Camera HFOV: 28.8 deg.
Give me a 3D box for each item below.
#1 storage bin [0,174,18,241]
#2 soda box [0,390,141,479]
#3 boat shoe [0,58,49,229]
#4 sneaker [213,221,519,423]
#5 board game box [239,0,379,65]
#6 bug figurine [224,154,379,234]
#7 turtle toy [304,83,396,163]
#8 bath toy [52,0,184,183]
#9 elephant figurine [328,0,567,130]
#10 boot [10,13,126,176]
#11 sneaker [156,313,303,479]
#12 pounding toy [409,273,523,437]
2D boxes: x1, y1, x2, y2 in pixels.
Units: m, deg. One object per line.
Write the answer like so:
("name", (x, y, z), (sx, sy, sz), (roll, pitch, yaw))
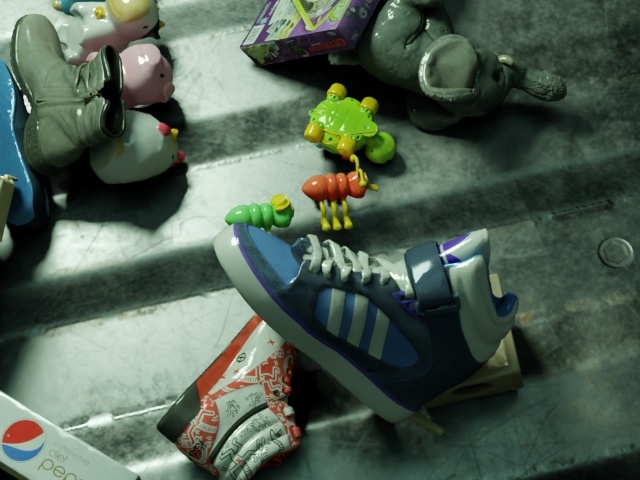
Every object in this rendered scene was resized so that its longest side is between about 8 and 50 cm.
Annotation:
("storage bin", (-0.527, 0.021, 1.547), (0.260, 0.123, 0.262), (11, 85, 6))
("soda box", (-0.320, 0.267, 1.496), (0.216, 0.069, 0.074), (28, 68, 13))
("boat shoe", (-0.431, -0.126, 1.683), (0.109, 0.089, 0.258), (-16, 69, 8))
("sneaker", (0.069, 0.035, 1.387), (0.236, 0.130, 0.323), (-43, 106, 14))
("board game box", (0.037, -0.402, 1.755), (0.056, 0.208, 0.347), (40, 65, -29))
("bug figurine", (0.000, 0.000, 1.553), (0.216, 0.072, 0.279), (-10, 43, -13))
("turtle toy", (0.042, -0.147, 1.687), (0.130, 0.066, 0.095), (25, 67, 12))
("bath toy", (-0.263, -0.232, 1.711), (0.129, 0.151, 0.348), (7, 56, -39))
("elephant figurine", (0.175, -0.226, 1.676), (0.186, 0.169, 0.239), (-45, 76, 26))
("boot", (-0.319, -0.216, 1.636), (0.161, 0.083, 0.247), (-27, 64, 32))
("sneaker", (-0.064, 0.180, 1.527), (0.145, 0.090, 0.270), (41, 60, 1))
("pounding toy", (0.140, 0.160, 1.527), (0.206, 0.094, 0.181), (-13, 68, 7))
